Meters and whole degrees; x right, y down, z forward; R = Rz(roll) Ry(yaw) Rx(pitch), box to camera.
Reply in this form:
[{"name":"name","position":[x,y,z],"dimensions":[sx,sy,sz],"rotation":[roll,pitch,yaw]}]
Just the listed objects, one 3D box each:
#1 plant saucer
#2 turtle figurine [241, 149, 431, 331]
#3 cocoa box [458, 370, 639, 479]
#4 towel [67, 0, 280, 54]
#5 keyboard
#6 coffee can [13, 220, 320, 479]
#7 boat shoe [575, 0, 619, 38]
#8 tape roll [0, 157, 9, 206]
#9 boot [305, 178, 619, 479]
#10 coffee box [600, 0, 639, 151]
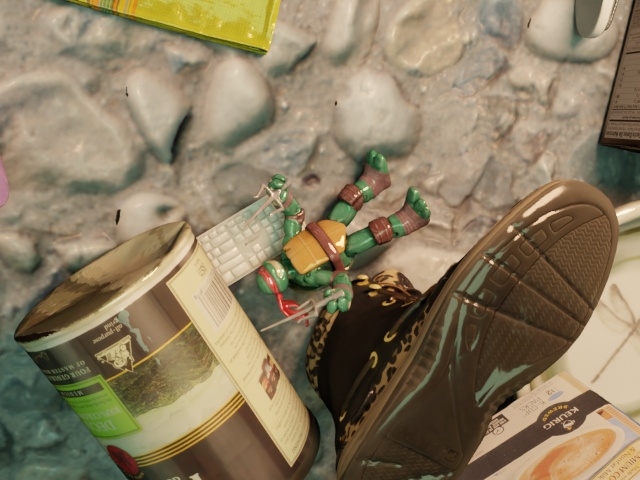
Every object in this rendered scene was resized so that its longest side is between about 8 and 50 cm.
[{"name":"plant saucer","position":[0.421,0.135,0.926],"dimensions":[0.400,0.100,0.401],"rotation":[-2,100,-13]},{"name":"turtle figurine","position":[0.000,0.000,0.789],"dimensions":[0.234,0.118,0.175],"rotation":[-34,77,-13]},{"name":"cocoa box","position":[0.230,0.359,0.758],"dimensions":[0.347,0.228,0.232],"rotation":[-30,106,-4]},{"name":"towel","position":[-0.159,-0.282,0.752],"dimensions":[0.237,0.021,0.102],"rotation":[12,98,-15]},{"name":"keyboard","position":[-0.136,0.030,0.820],"dimensions":[0.256,0.014,0.072],"rotation":[-32,106,-5]},{"name":"coffee can","position":[-0.152,0.147,0.733],"dimensions":[0.201,0.201,0.275],"rotation":[-32,109,-6]},{"name":"boat shoe","position":[0.372,-0.336,0.843],"dimensions":[0.083,0.065,0.184],"rotation":[5,99,-13]},{"name":"tape roll","position":[-0.389,-0.128,0.594],"dimensions":[0.090,0.275,0.275],"rotation":[-30,106,-6]},{"name":"boot","position":[0.120,0.084,0.749],"dimensions":[0.138,0.284,0.378],"rotation":[31,93,-16]},{"name":"coffee box","position":[0.484,-0.245,0.859],"dimensions":[0.168,0.119,0.297],"rotation":[8,98,-15]}]
